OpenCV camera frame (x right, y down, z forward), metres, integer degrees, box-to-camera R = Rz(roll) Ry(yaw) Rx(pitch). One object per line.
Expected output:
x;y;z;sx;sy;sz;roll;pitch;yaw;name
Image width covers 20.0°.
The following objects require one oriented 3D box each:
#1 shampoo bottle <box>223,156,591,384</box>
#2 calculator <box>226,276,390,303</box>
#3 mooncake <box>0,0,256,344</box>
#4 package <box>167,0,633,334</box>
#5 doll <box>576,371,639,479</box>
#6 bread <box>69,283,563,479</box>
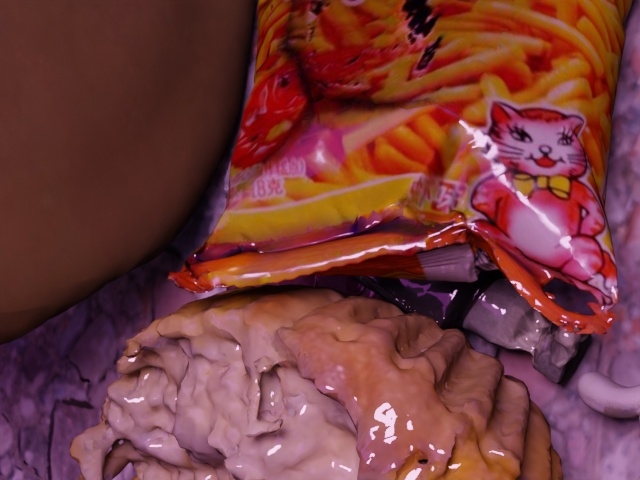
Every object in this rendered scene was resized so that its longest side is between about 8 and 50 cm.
0.046;0.007;0.938;0.208;0.063;0.057;32;92;19;shampoo bottle
0.000;0.000;1.023;0.127;0.034;0.190;8;89;41;calculator
-0.247;-0.165;0.975;0.262;0.467;0.466;2;87;38;mooncake
0.048;-0.077;0.892;0.223;0.108;0.288;2;56;17;package
0.166;0.105;0.854;0.113;0.071;0.135;-51;52;15;doll
0.012;0.132;0.902;0.274;0.149;0.274;21;131;26;bread
